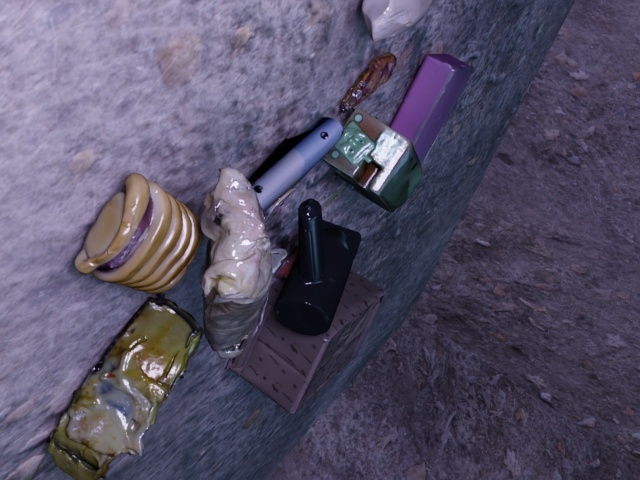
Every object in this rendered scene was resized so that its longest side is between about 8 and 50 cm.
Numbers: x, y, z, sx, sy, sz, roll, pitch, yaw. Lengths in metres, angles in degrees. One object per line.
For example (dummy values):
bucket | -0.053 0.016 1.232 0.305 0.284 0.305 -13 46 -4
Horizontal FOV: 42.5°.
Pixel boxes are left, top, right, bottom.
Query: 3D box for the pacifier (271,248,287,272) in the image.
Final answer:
pacifier | -0.102 0.028 1.507 0.083 0.068 0.064 -50 132 -45

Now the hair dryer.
hair dryer | 0.000 0.000 1.560 0.302 0.116 0.244 91 15 -51

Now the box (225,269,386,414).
box | -0.025 0.196 1.818 0.297 0.190 0.225 -34 152 -56

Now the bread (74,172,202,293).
bread | -0.213 0.002 1.015 0.134 0.081 0.225 -55 169 -1

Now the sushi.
sushi | -0.273 0.226 1.208 0.291 0.139 0.131 -54 173 -13

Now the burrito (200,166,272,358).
burrito | -0.114 0.035 1.115 0.348 0.107 0.175 102 -1 -67

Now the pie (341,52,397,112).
pie | 0.092 -0.287 1.464 0.170 0.034 0.092 -45 165 -34

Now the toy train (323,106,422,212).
toy train | 0.108 -0.146 1.577 0.129 0.159 0.326 -54 167 1

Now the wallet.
wallet | -0.072 -0.095 1.288 0.231 0.069 0.170 -45 179 -27

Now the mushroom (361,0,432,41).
mushroom | 0.128 -0.386 1.271 0.212 0.088 0.097 -54 134 -30

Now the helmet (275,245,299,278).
helmet | -0.050 0.058 1.712 0.084 0.049 0.065 -52 166 -16

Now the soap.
soap | 0.229 -0.283 1.814 0.181 0.081 0.259 -29 148 -62
